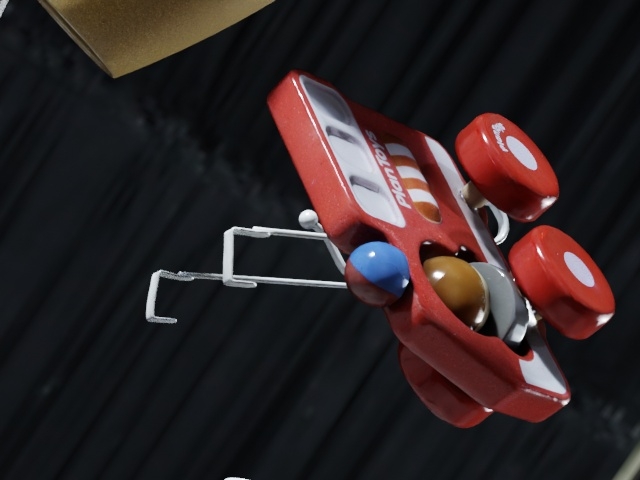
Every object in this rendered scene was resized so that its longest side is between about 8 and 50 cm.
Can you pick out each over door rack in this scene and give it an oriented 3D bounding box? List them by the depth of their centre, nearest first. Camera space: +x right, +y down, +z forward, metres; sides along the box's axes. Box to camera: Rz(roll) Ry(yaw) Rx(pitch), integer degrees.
[{"bbox_3d":[0.000,0.000,1.979,0.324,0.108,0.239,-7,-9,-26],"label":"over door rack"}]

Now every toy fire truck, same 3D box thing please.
[{"bbox_3d":[0.085,0.009,1.557,0.254,0.169,0.302,19,39,-45],"label":"toy fire truck"}]

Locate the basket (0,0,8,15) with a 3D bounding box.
[{"bbox_3d":[-0.292,-0.212,1.415,0.113,0.167,0.103,22,-22,1],"label":"basket"}]

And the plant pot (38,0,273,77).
[{"bbox_3d":[-0.123,-0.266,1.602,0.237,0.254,0.237,47,-4,4],"label":"plant pot"}]

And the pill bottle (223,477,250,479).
[{"bbox_3d":[-0.101,0.355,2.183,0.086,0.152,0.086,13,-22,5],"label":"pill bottle"}]
